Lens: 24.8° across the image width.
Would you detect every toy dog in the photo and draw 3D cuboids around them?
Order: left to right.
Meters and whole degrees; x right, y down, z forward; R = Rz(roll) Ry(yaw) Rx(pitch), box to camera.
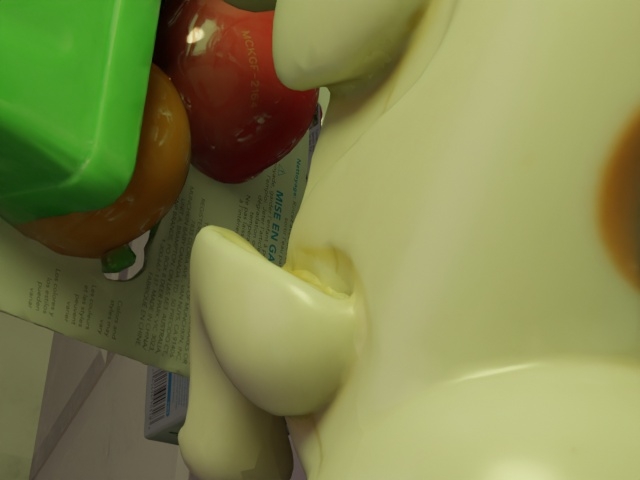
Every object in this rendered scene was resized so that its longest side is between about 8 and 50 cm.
[{"bbox_3d":[0.110,0.039,0.596,0.395,0.284,0.408,-17,58,45],"label":"toy dog"}]

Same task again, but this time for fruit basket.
[{"bbox_3d":[-0.104,-0.096,0.803,0.165,0.353,0.327,-5,70,32],"label":"fruit basket"}]

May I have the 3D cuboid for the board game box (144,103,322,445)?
[{"bbox_3d":[0.000,0.000,1.006,0.303,0.097,0.224,-31,51,45],"label":"board game box"}]
